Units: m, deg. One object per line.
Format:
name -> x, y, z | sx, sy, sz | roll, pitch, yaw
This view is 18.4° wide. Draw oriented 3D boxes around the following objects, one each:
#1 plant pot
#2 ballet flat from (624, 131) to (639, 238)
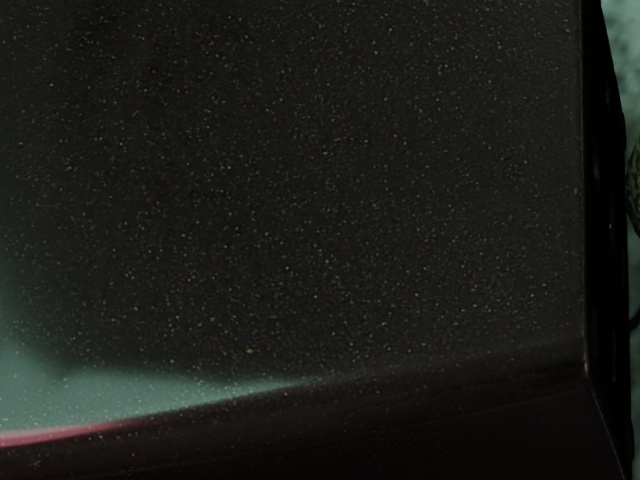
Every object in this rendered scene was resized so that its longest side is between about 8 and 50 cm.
plant pot -> 0.000, 0.000, 0.557 | 0.167, 0.188, 0.187 | -2, 68, 12
ballet flat -> 0.208, -0.193, 0.553 | 0.182, 0.164, 0.483 | 15, 77, 56
